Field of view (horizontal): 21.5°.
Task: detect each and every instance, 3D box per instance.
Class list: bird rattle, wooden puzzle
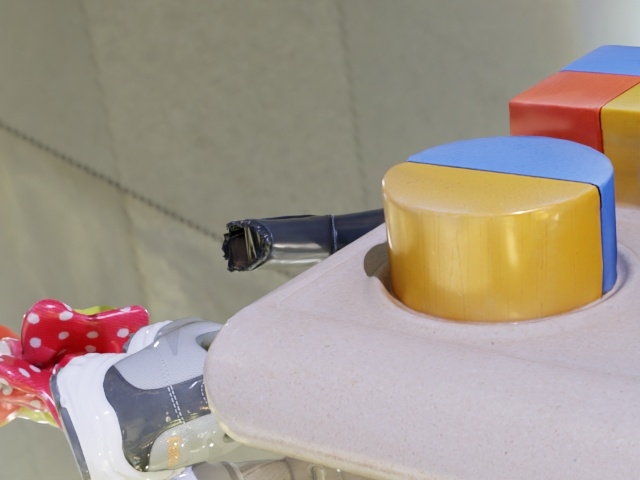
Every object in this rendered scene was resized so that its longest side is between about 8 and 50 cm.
[{"bbox_3d":[-0.219,0.109,1.222,0.253,0.207,0.143,47,-132,-83],"label":"bird rattle"},{"bbox_3d":[0.170,-0.010,0.675,0.322,0.348,0.080,10,121,35],"label":"wooden puzzle"}]

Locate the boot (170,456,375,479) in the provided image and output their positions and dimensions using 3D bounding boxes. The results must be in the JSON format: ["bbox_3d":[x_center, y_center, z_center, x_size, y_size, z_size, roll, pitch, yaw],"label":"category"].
[{"bbox_3d":[0.024,0.195,0.681,0.095,0.123,0.258,109,150,-51],"label":"boot"}]

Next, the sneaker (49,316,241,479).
[{"bbox_3d":[-0.071,0.094,1.026,0.271,0.108,0.100,-23,-86,-82],"label":"sneaker"}]

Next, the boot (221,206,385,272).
[{"bbox_3d":[0.000,-0.001,1.092,0.121,0.099,0.045,-8,83,58],"label":"boot"}]
